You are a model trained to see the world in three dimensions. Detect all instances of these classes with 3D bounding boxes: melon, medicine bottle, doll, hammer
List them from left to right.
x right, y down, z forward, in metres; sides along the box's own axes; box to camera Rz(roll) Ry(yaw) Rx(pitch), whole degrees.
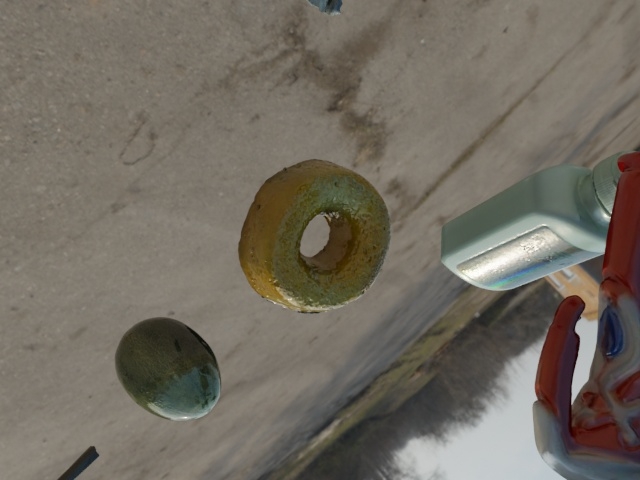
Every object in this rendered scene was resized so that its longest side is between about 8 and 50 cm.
[{"bbox_3d":[-0.541,0.505,1.121,0.297,0.027,0.125,-43,-155,-28],"label":"hammer"},{"bbox_3d":[-0.165,0.140,0.652,0.098,0.130,0.098,-39,150,-27],"label":"melon"},{"bbox_3d":[0.241,-0.017,0.635,0.121,0.083,0.229,20,151,-22],"label":"medicine bottle"},{"bbox_3d":[0.256,0.131,0.489,0.099,0.188,0.384,-173,-77,-80],"label":"doll"}]

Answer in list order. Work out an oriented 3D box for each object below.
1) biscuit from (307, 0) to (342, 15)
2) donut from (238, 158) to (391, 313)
[{"bbox_3d":[-0.007,-0.386,0.564,0.079,0.309,0.186,0,150,0],"label":"biscuit"},{"bbox_3d":[0.001,-0.003,1.020,0.277,0.278,0.108,-37,-162,-15],"label":"donut"}]
